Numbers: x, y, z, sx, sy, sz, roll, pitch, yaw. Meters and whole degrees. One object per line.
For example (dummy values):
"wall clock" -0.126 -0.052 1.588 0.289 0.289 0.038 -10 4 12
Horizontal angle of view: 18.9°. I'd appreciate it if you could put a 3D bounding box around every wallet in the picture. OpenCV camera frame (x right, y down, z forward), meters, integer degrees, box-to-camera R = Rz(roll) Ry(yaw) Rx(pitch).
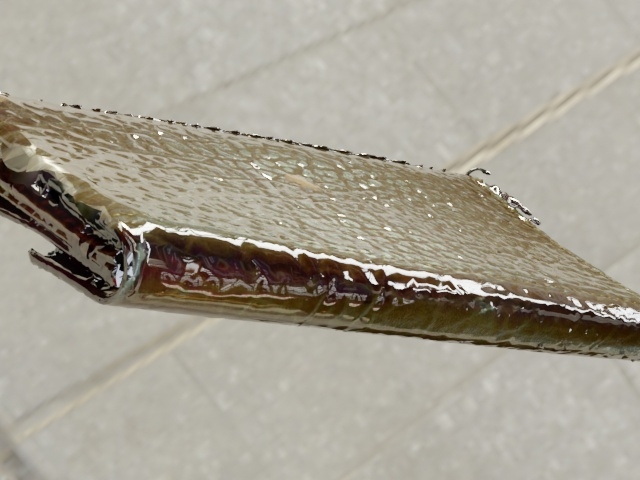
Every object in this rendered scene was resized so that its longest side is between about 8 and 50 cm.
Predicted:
"wallet" 0.000 0.000 0.649 0.243 0.039 0.133 6 20 -41
